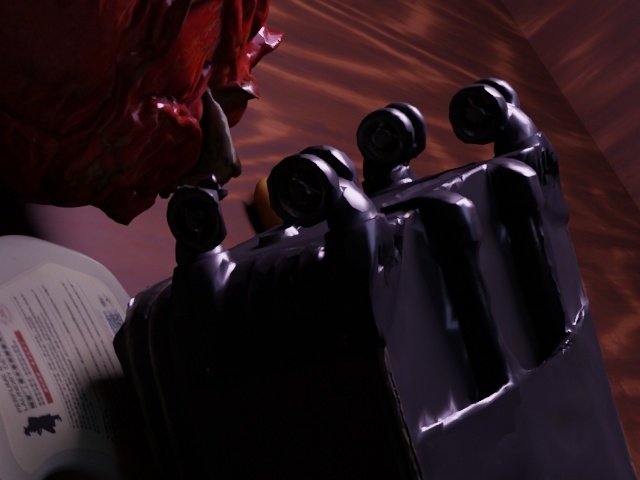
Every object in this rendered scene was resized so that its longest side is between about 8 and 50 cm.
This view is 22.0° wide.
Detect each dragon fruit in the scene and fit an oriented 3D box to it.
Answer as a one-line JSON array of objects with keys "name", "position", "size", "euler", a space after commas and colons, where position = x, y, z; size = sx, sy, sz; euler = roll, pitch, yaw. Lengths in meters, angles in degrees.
[{"name": "dragon fruit", "position": [-0.157, -0.172, 0.973], "size": [0.342, 0.277, 0.277], "euler": [59, 20, 10]}]

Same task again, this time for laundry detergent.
[{"name": "laundry detergent", "position": [-0.161, 0.089, 0.777], "size": [0.181, 0.091, 0.253], "euler": [66, 21, 5]}]

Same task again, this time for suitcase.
[{"name": "suitcase", "position": [0.057, 0.153, 0.866], "size": [0.283, 0.194, 0.434], "euler": [-27, 101, -59]}]

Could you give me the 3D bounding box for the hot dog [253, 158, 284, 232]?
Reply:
[{"name": "hot dog", "position": [0.000, -0.001, 1.349], "size": [0.140, 0.060, 0.090], "euler": [43, 25, -8]}]
